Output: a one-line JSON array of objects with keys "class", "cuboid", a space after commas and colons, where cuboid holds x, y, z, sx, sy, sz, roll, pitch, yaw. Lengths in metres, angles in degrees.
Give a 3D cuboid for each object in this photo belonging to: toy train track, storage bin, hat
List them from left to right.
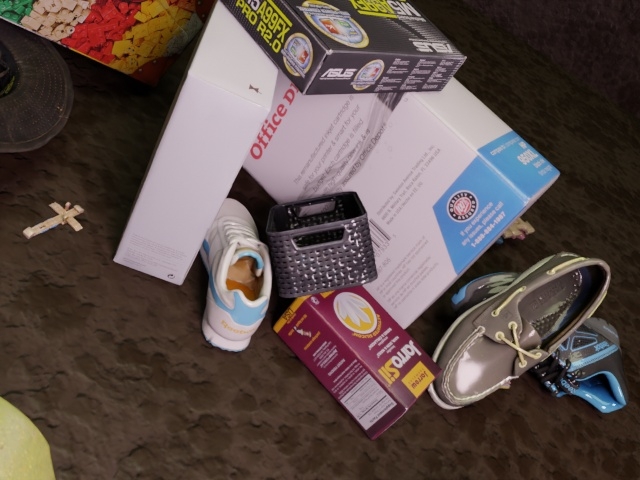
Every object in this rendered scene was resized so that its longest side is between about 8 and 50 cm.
[{"class": "hat", "cuboid": [-0.463, -0.198, 0.728, 0.331, 0.134, 0.331, 36, 33, -29]}, {"class": "toy train track", "cuboid": [-0.313, -0.025, 0.760, 0.048, 0.014, 0.083, 41, 38, 6]}, {"class": "storage bin", "cuboid": [0.000, 0.000, 0.829, 0.122, 0.084, 0.180, -11, 13, 1]}]

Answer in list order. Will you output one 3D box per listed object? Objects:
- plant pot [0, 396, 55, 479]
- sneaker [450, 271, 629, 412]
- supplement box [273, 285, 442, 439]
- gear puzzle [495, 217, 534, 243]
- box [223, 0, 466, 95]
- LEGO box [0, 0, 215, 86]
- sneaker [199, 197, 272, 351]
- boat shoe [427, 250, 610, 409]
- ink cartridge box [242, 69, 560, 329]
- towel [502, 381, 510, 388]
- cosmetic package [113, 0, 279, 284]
[{"class": "plant pot", "cuboid": [-0.280, 0.217, 0.357, 0.276, 0.276, 0.254, 28, 26, -12]}, {"class": "sneaker", "cuboid": [0.354, 0.157, 0.998, 0.341, 0.125, 0.140, 23, 42, -20]}, {"class": "supplement box", "cuboid": [0.047, 0.138, 0.816, 0.188, 0.081, 0.104, 46, 38, 12]}, {"class": "gear puzzle", "cuboid": [0.271, -0.118, 1.303, 0.175, 0.044, 0.339, -9, 53, -41]}, {"class": "box", "cuboid": [0.024, -0.269, 0.775, 0.270, 0.060, 0.216, -14, 59, -45]}, {"class": "LEGO box", "cuboid": [-0.420, -0.496, 0.912, 0.500, 0.193, 0.372, 51, 17, 22]}, {"class": "sneaker", "cuboid": [-0.101, 0.023, 0.813, 0.087, 0.092, 0.229, 13, 42, -25]}, {"class": "boat shoe", "cuboid": [0.274, 0.121, 0.890, 0.305, 0.091, 0.109, -38, 94, -15]}, {"class": "ink cartridge box", "cuboid": [0.093, -0.117, 0.953, 0.395, 0.285, 0.166, 46, 38, 12]}, {"class": "towel", "cuboid": [0.252, 0.189, 0.984, 0.060, 0.009, 0.083, 5, 47, -34]}, {"class": "cosmetic package", "cuboid": [-0.140, -0.175, 0.832, 0.097, 0.284, 0.377, 23, 39, -17]}]
